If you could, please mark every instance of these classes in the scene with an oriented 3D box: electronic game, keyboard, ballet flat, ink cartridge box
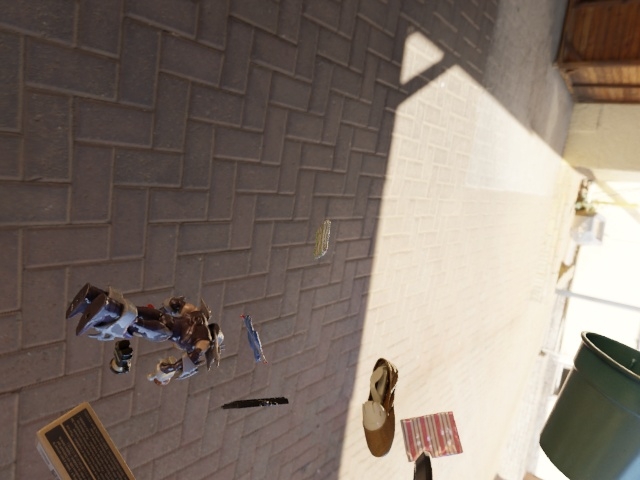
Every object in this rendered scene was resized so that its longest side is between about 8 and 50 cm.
[{"bbox_3d":[0.205,0.539,0.857,0.229,0.048,0.229,2,90,-80],"label":"electronic game"},{"bbox_3d":[-0.167,0.442,1.189,0.180,0.108,0.023,16,62,-46],"label":"keyboard"},{"bbox_3d":[0.198,0.545,1.485,0.124,0.116,0.342,57,36,-28],"label":"ballet flat"},{"bbox_3d":[-0.420,0.407,0.782,0.088,0.234,0.193,-29,82,-41],"label":"ink cartridge box"}]

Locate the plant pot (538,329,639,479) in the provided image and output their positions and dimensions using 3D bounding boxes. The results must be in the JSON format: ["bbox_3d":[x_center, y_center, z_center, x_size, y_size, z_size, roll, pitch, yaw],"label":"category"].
[{"bbox_3d":[0.775,0.471,1.146,0.341,0.341,0.334,-1,118,-56],"label":"plant pot"}]

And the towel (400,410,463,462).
[{"bbox_3d":[0.391,0.694,1.548,0.029,0.197,0.144,74,6,-65],"label":"towel"}]

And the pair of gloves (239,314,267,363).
[{"bbox_3d":[-0.211,0.305,1.353,0.023,0.198,0.159,-21,89,-18],"label":"pair of gloves"}]

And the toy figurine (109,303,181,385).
[{"bbox_3d":[-0.516,0.330,1.349,0.148,0.209,0.213,-55,-164,42],"label":"toy figurine"}]

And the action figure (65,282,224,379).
[{"bbox_3d":[-0.288,0.155,0.788,0.285,0.185,0.099,29,98,-41],"label":"action figure"}]

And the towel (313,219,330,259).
[{"bbox_3d":[0.000,0.000,1.486,0.152,0.023,0.113,139,-40,-72],"label":"towel"}]
